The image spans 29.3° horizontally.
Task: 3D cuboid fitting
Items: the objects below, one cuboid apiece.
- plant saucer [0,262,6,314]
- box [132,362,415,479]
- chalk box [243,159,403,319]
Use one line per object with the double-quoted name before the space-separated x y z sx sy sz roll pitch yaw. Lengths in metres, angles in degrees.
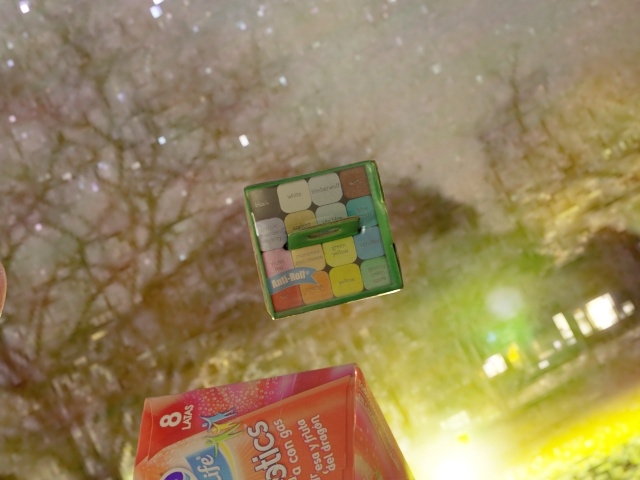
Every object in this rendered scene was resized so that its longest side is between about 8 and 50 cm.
"plant saucer" -0.348 0.111 0.789 0.332 0.084 0.332 -33 26 19
"box" -0.005 0.232 0.841 0.154 0.142 0.300 -11 -43 15
"chalk box" 0.000 0.000 1.201 0.132 0.132 0.213 -12 1 -3
